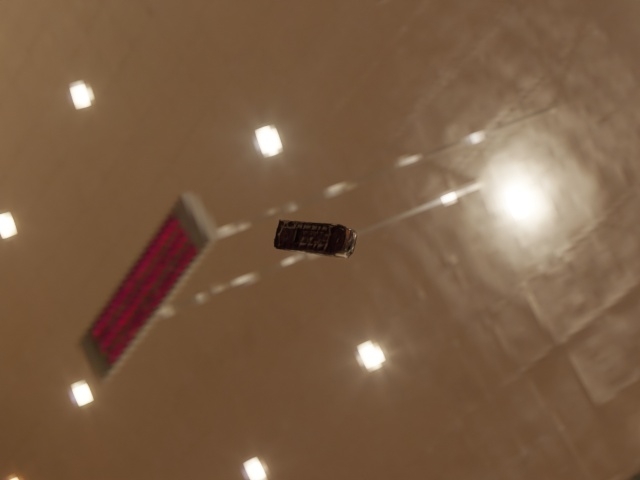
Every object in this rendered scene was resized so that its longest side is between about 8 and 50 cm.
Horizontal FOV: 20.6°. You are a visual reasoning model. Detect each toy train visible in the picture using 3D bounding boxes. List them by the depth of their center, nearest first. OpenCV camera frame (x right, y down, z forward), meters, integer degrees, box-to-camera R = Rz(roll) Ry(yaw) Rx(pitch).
[{"bbox_3d":[0.000,0.000,0.917,0.083,0.017,0.017,7,-99,64],"label":"toy train"}]
